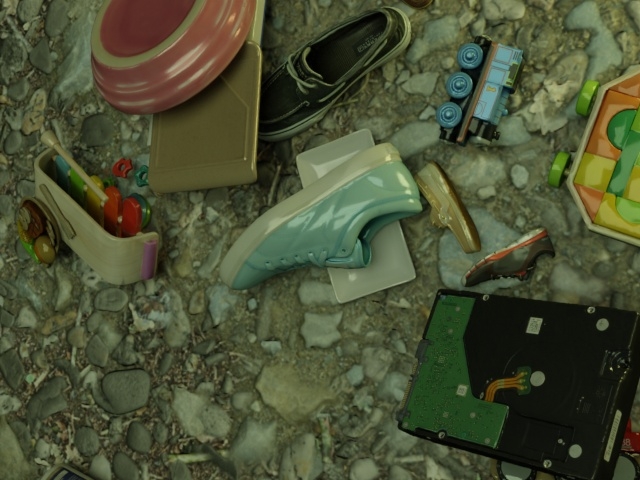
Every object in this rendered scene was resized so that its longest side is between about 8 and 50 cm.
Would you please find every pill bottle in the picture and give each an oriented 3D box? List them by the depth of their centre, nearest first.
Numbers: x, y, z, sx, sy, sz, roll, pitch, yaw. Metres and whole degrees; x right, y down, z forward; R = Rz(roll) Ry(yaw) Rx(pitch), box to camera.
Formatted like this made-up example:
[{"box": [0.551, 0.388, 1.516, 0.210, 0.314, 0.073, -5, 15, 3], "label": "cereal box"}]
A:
[{"box": [-0.429, 0.483, 1.579, 0.169, 0.094, 0.094, 20, 94, 21], "label": "pill bottle"}]

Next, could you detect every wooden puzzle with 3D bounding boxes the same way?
[{"box": [-0.192, -0.204, 1.462, 0.221, 0.044, 0.239, -4, 81, 29], "label": "wooden puzzle"}]

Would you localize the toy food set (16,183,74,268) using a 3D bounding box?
[{"box": [-0.530, -0.019, 1.614, 0.132, 0.038, 0.192, 58, 142, 2], "label": "toy food set"}]

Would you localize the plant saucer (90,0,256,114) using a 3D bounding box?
[{"box": [-0.269, -0.373, 1.474, 0.332, 0.084, 0.332, -15, 56, 24], "label": "plant saucer"}]

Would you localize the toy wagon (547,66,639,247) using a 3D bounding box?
[{"box": [0.508, -0.160, 1.282, 0.267, 0.068, 0.344, 21, 94, 20], "label": "toy wagon"}]

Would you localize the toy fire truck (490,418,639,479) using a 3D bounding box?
[{"box": [0.363, 0.249, 1.284, 0.217, 0.158, 0.246, -2, 66, 15], "label": "toy fire truck"}]

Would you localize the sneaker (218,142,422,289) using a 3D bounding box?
[{"box": [0.000, 0.000, 1.396, 0.366, 0.135, 0.150, -36, 72, 16], "label": "sneaker"}]

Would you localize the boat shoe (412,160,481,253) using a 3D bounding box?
[{"box": [0.201, -0.045, 1.397, 0.059, 0.063, 0.170, -32, 67, 19], "label": "boat shoe"}]

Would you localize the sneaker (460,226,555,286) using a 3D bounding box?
[{"box": [0.296, 0.041, 1.355, 0.158, 0.061, 0.065, -32, 83, 17], "label": "sneaker"}]

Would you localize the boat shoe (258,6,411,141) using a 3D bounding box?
[{"box": [-0.006, -0.291, 1.455, 0.335, 0.119, 0.121, -36, 76, 19], "label": "boat shoe"}]

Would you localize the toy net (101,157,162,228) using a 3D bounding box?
[{"box": [-0.309, -0.126, 1.605, 0.232, 0.045, 0.122, -40, 65, 11], "label": "toy net"}]

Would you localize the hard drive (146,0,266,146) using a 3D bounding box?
[{"box": [-0.200, -0.323, 1.539, 0.210, 0.040, 0.319, 0, 79, 30], "label": "hard drive"}]

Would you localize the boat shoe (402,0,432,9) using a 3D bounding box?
[{"box": [0.130, -0.467, 1.449, 0.064, 0.060, 0.178, -30, 77, 16], "label": "boat shoe"}]

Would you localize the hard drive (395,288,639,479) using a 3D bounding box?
[{"box": [0.281, 0.200, 1.245, 0.339, 0.064, 0.237, 4, 67, 45], "label": "hard drive"}]

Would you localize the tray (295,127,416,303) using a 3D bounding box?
[{"box": [0.060, -0.041, 1.464, 0.145, 0.030, 0.270, -20, 80, 19], "label": "tray"}]

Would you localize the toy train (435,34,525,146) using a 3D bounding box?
[{"box": [0.254, -0.233, 1.379, 0.105, 0.080, 0.184, 20, 93, 15], "label": "toy train"}]

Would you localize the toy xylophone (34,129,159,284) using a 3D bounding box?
[{"box": [-0.416, -0.062, 1.560, 0.322, 0.081, 0.236, 45, 140, 17], "label": "toy xylophone"}]
